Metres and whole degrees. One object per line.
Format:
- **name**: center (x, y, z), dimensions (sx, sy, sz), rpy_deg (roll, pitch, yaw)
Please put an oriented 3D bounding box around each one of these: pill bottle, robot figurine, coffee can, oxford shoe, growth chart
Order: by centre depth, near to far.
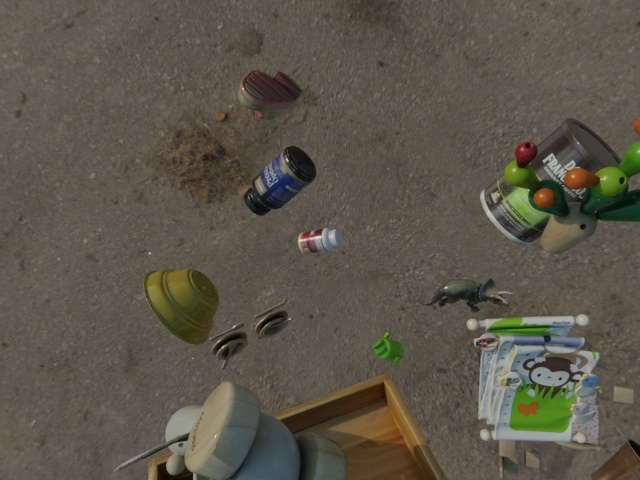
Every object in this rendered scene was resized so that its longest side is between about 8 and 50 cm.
- **growth chart**: center (0.296, 0.196, 0.558), dimensions (0.172, 0.021, 0.237), rpy_deg (-9, 113, 9)
- **coffee can**: center (0.592, -0.144, 1.049), dimensions (0.201, 0.201, 0.275), rpy_deg (45, 133, 4)
- **pill bottle**: center (-0.125, -0.170, 1.204), dimensions (0.219, 0.123, 0.122), rpy_deg (-36, 85, 30)
- **oxford shoe**: center (-0.161, -0.421, 1.243), dimensions (0.140, 0.397, 0.146), rpy_deg (44, 115, -3)
- **robot figurine**: center (0.214, 0.342, 1.265), dimensions (0.067, 0.115, 0.101), rpy_deg (-45, 43, 25)
- **pill bottle**: center (0.000, 0.000, 1.520), dimensions (0.152, 0.086, 0.086), rpy_deg (-9, 87, 25)

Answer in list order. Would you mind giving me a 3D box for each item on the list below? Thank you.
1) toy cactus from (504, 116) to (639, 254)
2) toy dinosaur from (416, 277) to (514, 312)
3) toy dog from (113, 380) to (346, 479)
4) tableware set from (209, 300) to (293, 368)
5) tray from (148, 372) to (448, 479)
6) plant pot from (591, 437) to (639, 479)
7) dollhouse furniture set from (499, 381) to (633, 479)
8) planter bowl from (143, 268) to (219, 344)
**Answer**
- **toy cactus**: center (0.306, -0.053, 0.466), dimensions (0.219, 0.180, 0.112), rpy_deg (-2, 57, -4)
- **toy dinosaur**: center (0.512, 0.185, 1.468), dimensions (0.314, 0.160, 0.121), rpy_deg (7, 53, 12)
- **toy dog**: center (-0.117, 0.275, 0.461), dimensions (0.220, 0.333, 0.161), rpy_deg (26, 57, -1)
- **tableware set**: center (-0.155, 0.226, 0.941), dimensions (0.194, 0.128, 0.039), rpy_deg (-24, 58, -21)
- **tray**: center (-0.039, 0.370, 0.615), dimensions (0.411, 0.203, 0.076), rpy_deg (-16, 128, -11)
- **plant pot**: center (0.927, 0.716, 1.211), dimensions (0.167, 0.167, 0.165), rpy_deg (41, 110, 4)
- **dollhouse furniture set**: center (0.712, 0.577, 1.181), dimensions (0.356, 0.174, 0.303), rpy_deg (-1, 93, 23)
- **planter bowl**: center (-0.312, 0.136, 0.984), dimensions (0.090, 0.217, 0.217), rpy_deg (-36, 86, 6)
